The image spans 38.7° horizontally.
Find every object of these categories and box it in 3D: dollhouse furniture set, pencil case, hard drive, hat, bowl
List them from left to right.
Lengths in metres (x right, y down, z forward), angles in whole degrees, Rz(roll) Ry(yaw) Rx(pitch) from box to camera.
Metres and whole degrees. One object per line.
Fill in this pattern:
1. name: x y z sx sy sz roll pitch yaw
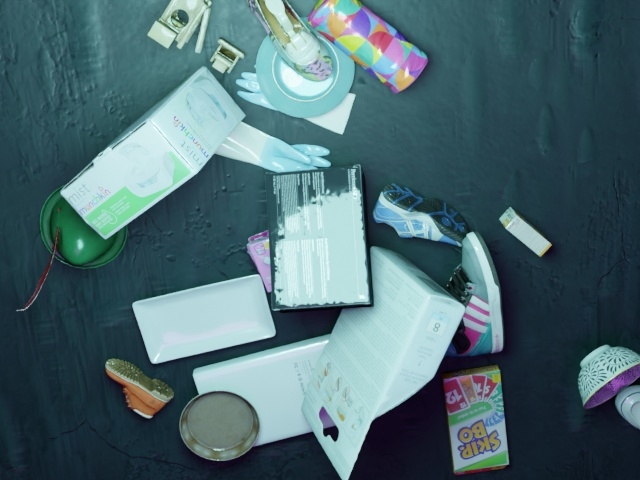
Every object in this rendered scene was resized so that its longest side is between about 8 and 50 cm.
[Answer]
1. hat: -0.470 0.011 1.744 0.173 0.183 0.208 5 108 -4
2. dollhouse furniture set: -0.202 -0.373 1.627 0.161 0.182 0.101 32 104 -12
3. hard drive: -0.093 0.329 1.945 0.308 0.040 0.203 -15 109 3
4. pencil case: 0.088 -0.377 1.685 0.236 0.104 0.104 39 103 -15
5. bowl: 0.601 0.273 1.921 0.170 0.170 0.080 -39 62 10

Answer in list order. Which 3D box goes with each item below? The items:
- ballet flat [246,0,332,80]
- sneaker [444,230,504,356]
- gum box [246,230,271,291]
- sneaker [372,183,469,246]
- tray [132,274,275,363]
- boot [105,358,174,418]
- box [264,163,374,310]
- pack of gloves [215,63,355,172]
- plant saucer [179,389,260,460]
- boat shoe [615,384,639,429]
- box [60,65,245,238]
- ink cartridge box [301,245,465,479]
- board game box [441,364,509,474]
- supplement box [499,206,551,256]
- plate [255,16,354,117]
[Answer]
1. ballet flat: -0.059 -0.384 1.658 0.077 0.079 0.221 -37 92 -2
2. sneaker: 0.264 0.125 1.839 0.178 0.124 0.295 -15 122 -3
3. gum box: -0.047 0.021 1.830 0.188 0.062 0.107 -20 107 4
4. sneaker: 0.202 -0.040 1.825 0.211 0.080 0.081 26 131 -13
5. tray: -0.238 0.159 1.887 0.270 0.030 0.145 -13 108 2
6. boot: -0.397 0.314 1.919 0.158 0.059 0.084 37 108 -15
7. box: 0.000 0.000 1.723 0.184 0.103 0.261 -5 82 10
8. pack of gloves: -0.070 -0.221 1.758 0.232 0.046 0.195 17 108 -8
9. plant saucer: -0.211 0.384 1.921 0.168 0.029 0.168 -1 108 -2
10. boat shoe: 0.755 0.408 1.976 0.267 0.088 0.096 37 103 -19
11. box: -0.298 -0.159 1.627 0.262 0.231 0.127 -31 109 32
12. ink cartridge box: 0.107 0.233 1.753 0.091 0.308 0.385 19 100 -22
13. board game box: 0.340 0.401 1.994 0.124 0.039 0.259 -9 112 1
14. supplement box: 0.413 -0.018 1.839 0.098 0.062 0.036 37 104 -14
15. plate: -0.028 -0.325 1.721 0.188 0.024 0.188 -1 100 -4
